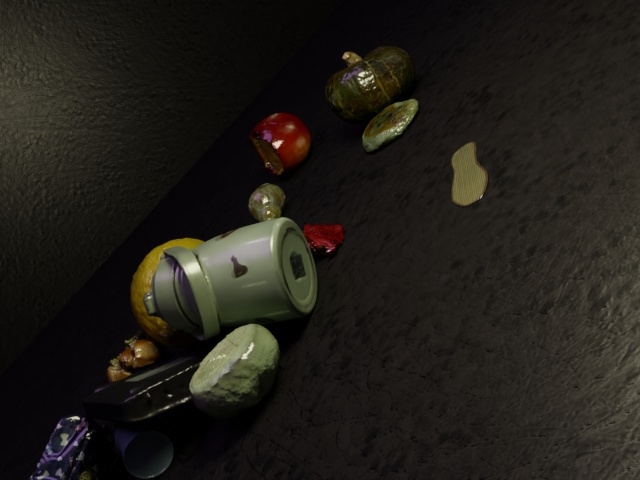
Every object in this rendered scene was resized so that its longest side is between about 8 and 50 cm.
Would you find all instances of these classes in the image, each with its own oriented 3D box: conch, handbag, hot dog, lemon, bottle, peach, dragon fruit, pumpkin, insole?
[{"bbox_3d":[-0.148,-0.103,2.199,0.116,0.106,0.173,-62,-1,8],"label":"conch"},{"bbox_3d":[-0.530,0.503,1.648,0.113,0.162,0.260,12,62,17],"label":"handbag"},{"bbox_3d":[-0.450,0.291,1.904,0.135,0.100,0.337,-49,0,-5],"label":"hot dog"},{"bbox_3d":[-0.340,0.128,1.900,0.254,0.253,0.310,-35,22,26],"label":"lemon"},{"bbox_3d":[-0.206,0.087,1.601,0.352,0.229,0.229,-12,32,19],"label":"bottle"},{"bbox_3d":[-0.130,-0.298,2.426,0.226,0.196,0.189,-72,0,-56],"label":"peach"},{"bbox_3d":[-0.002,-0.003,1.761,0.097,0.063,0.131,-39,20,17],"label":"dragon fruit"},{"bbox_3d":[0.126,-0.447,2.158,0.260,0.189,0.260,-36,8,6],"label":"pumpkin"},{"bbox_3d":[0.288,-0.132,1.531,0.086,0.005,0.253,-36,21,22],"label":"insole"}]

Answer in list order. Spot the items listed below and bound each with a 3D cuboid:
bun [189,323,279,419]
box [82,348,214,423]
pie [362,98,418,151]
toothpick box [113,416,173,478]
[{"bbox_3d":[-0.153,0.256,1.468,0.195,0.118,0.195,-38,15,12],"label":"bun"},{"bbox_3d":[-0.330,0.300,1.633,0.290,0.073,0.289,-21,4,-34],"label":"box"},{"bbox_3d":[0.182,-0.307,2.034,0.187,0.041,0.187,-38,20,17],"label":"pie"},{"bbox_3d":[-0.367,0.416,1.597,0.101,0.101,0.153,-49,22,-10],"label":"toothpick box"}]
